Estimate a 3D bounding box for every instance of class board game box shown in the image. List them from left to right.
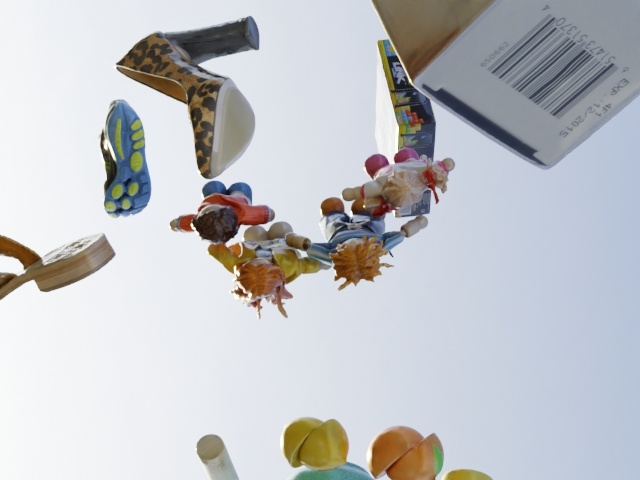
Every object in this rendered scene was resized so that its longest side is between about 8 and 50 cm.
[{"bbox_3d":[0.100,-0.134,1.680,0.170,0.048,0.141,89,-6,-53],"label":"board game box"}]

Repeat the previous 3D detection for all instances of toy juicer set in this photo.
[{"bbox_3d":[-0.006,0.252,1.381,0.329,0.209,0.089,-8,-126,28],"label":"toy juicer set"}]

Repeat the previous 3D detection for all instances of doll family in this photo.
[{"bbox_3d":[0.000,0.000,1.268,0.163,0.263,0.118,-88,166,-76],"label":"doll family"}]

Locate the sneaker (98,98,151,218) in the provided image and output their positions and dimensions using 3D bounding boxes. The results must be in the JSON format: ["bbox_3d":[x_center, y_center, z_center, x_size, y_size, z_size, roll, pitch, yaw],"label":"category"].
[{"bbox_3d":[-0.270,-0.111,1.939,0.078,0.067,0.188,-112,-158,-50],"label":"sneaker"}]

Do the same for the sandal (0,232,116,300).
[{"bbox_3d":[-0.297,0.016,1.292,0.240,0.088,0.079,-18,-73,31],"label":"sandal"}]

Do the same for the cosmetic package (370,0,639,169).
[{"bbox_3d":[0.098,-0.208,0.923,0.129,0.153,0.296,-42,-135,24],"label":"cosmetic package"}]

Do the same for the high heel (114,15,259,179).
[{"bbox_3d":[-0.173,-0.153,1.659,0.186,0.093,0.261,-10,-134,19],"label":"high heel"}]
